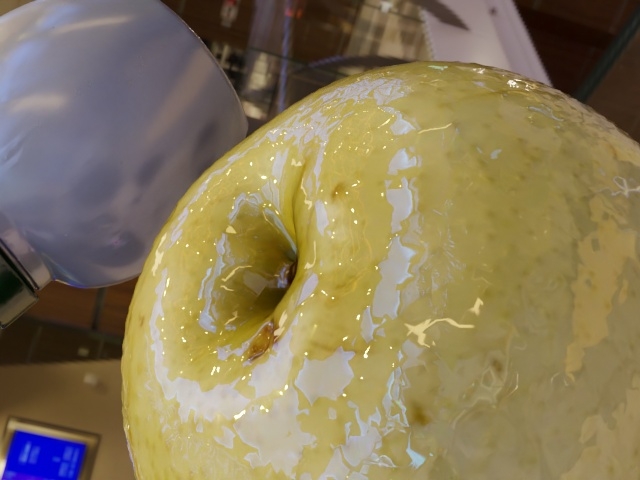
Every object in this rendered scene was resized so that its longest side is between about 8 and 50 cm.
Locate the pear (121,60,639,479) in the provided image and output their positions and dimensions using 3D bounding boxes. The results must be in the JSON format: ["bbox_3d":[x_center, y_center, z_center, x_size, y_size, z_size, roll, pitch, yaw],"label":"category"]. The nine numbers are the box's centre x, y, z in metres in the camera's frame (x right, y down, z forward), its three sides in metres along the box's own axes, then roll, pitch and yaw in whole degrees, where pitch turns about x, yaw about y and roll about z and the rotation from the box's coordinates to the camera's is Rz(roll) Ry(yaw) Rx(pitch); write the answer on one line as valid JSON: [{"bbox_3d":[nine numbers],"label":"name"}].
[{"bbox_3d":[0.056,0.070,0.492,0.309,0.309,0.309,-166,90,-80],"label":"pear"}]

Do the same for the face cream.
[{"bbox_3d":[-0.276,-0.096,1.061,0.357,0.312,0.219,-42,5,-18],"label":"face cream"}]
